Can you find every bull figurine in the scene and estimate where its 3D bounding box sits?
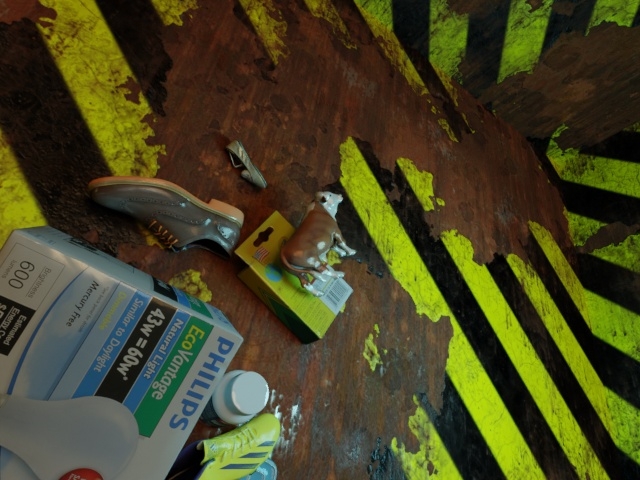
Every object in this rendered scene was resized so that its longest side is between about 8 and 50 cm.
[{"bbox_3d":[0.000,0.000,1.176,0.188,0.101,0.310,46,47,-11],"label":"bull figurine"}]

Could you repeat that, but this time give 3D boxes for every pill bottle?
[{"bbox_3d":[-0.187,0.330,0.917,0.108,0.180,0.107,17,58,-29],"label":"pill bottle"}]

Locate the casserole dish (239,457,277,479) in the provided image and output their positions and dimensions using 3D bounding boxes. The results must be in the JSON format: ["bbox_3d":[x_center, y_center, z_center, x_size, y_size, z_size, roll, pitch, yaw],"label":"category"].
[{"bbox_3d":[-0.154,0.540,0.931,0.114,0.037,0.188,34,52,-18],"label":"casserole dish"}]

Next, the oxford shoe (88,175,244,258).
[{"bbox_3d":[-0.354,-0.050,1.030,0.364,0.130,0.132,16,66,-29],"label":"oxford shoe"}]

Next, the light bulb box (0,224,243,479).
[{"bbox_3d":[-0.381,0.214,0.711,0.361,0.225,0.357,31,82,-21],"label":"light bulb box"}]

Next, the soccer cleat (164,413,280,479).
[{"bbox_3d":[-0.197,0.431,0.882,0.289,0.121,0.093,-22,37,-37],"label":"soccer cleat"}]

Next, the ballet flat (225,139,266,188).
[{"bbox_3d":[-0.220,-0.213,1.273,0.052,0.057,0.168,-32,84,-15],"label":"ballet flat"}]

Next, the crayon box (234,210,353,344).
[{"bbox_3d":[-0.079,0.097,1.189,0.318,0.081,0.202,48,47,-8],"label":"crayon box"}]
